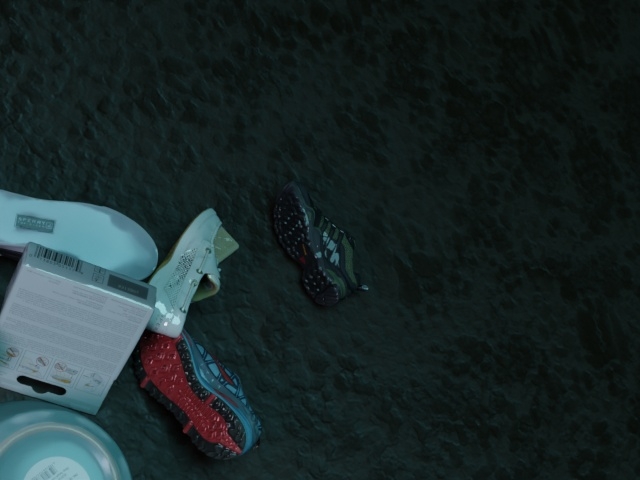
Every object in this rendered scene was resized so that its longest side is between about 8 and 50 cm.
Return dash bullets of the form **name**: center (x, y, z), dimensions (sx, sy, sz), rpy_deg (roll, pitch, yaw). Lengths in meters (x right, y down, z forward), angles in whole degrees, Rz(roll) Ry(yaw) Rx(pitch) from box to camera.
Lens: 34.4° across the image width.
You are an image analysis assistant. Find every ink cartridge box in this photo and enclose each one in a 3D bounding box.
- **ink cartridge box**: center (-0.359, 0.128, 1.452), dimensions (0.189, 0.232, 0.066), rpy_deg (21, 37, -18)

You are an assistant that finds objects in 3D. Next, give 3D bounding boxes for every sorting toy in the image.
- **sorting toy**: center (-0.183, 0.010, 1.712), dimensions (0.062, 0.012, 0.083), rpy_deg (49, 55, 2)

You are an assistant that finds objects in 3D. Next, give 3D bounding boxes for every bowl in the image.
- **bowl**: center (-0.373, 0.345, 1.365), dimensions (0.312, 0.163, 0.311), rpy_deg (11, 63, -23)

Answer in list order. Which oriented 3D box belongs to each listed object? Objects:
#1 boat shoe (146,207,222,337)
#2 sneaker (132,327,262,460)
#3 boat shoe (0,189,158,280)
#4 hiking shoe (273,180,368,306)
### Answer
- **boat shoe**: center (-0.200, 0.055, 1.592), dimensions (0.096, 0.098, 0.277), rpy_deg (31, 40, -4)
- **sneaker**: center (-0.186, 0.224, 1.579), dimensions (0.262, 0.104, 0.125), rpy_deg (53, 15, 18)
- **boat shoe**: center (-0.399, 0.002, 1.543), dimensions (0.306, 0.105, 0.113), rpy_deg (10, 75, -16)
- **hiking shoe**: center (0.000, 0.000, 1.786), dimensions (0.114, 0.086, 0.226), rpy_deg (-16, 82, -47)
